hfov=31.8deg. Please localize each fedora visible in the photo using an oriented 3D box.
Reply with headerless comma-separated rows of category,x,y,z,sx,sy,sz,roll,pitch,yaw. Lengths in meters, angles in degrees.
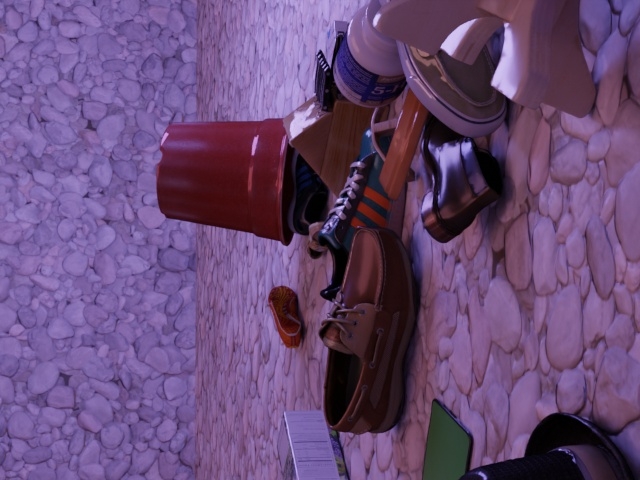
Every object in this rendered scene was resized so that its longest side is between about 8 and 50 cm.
fedora,0.199,0.339,1.123,0.334,0.153,0.334,-177,90,-76

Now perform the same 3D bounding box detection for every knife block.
knife block,0.071,-0.210,1.909,0.275,0.242,0.088,49,-166,-32

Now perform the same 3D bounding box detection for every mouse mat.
mouse mat,0.168,0.326,1.534,0.152,0.007,0.189,-138,52,-72

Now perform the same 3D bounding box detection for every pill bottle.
pill bottle,0.086,-0.269,1.566,0.186,0.112,0.112,119,151,-72

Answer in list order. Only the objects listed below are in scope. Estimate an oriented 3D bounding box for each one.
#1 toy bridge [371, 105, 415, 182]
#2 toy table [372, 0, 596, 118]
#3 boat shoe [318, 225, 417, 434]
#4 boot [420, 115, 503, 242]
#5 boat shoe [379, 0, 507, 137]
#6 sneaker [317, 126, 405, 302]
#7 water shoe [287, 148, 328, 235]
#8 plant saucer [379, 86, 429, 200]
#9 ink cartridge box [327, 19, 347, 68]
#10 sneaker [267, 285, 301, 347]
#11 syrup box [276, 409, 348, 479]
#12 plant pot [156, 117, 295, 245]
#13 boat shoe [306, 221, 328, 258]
toy bridge,0.111,-0.177,1.749,0.026,0.063,0.188,31,-128,-57
toy table,0.196,-0.238,1.133,0.274,0.252,0.161,-94,27,-73
boat shoe,0.064,0.142,1.693,0.123,0.120,0.324,10,101,52
boot,0.192,-0.104,1.459,0.106,0.082,0.219,-34,38,39
boat shoe,0.146,-0.270,1.413,0.302,0.109,0.094,63,161,18
sneaker,0.061,-0.039,1.793,0.108,0.121,0.302,-179,92,-75
water shoe,-0.012,-0.110,2.235,0.080,0.073,0.203,7,93,48
plant saucer,0.124,-0.156,1.605,0.200,0.037,0.200,18,-90,-89
ink cartridge box,0.035,-0.372,2.146,0.048,0.028,0.083,123,147,-63
sneaker,-0.079,0.162,2.407,0.175,0.064,0.067,-101,10,-51
syrup box,-0.012,0.420,2.026,0.237,0.096,0.093,-108,24,-53
plant pot,-0.185,-0.136,2.313,0.272,0.265,0.272,6,-90,-83
boat shoe,0.000,0.000,2.173,0.135,0.050,0.045,105,161,-71
